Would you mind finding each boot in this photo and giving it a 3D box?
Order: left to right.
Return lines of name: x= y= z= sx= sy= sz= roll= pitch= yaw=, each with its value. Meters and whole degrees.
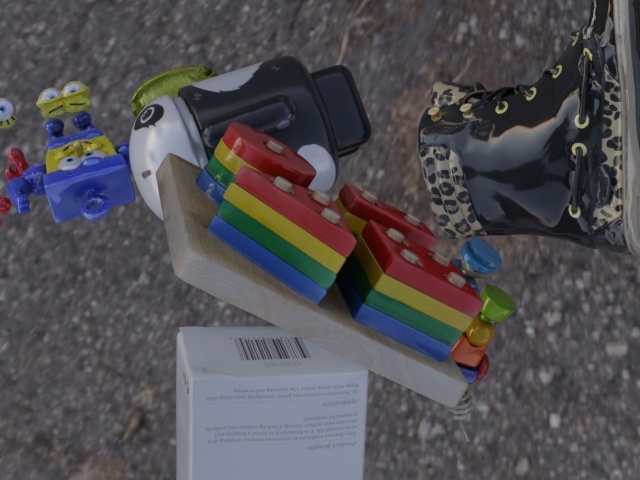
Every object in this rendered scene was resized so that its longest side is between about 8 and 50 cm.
boot: x=0.248 y=-0.166 z=1.408 sx=0.284 sy=0.138 sz=0.377 roll=0 pitch=102 yaw=38

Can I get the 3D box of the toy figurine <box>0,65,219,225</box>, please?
toy figurine: x=-0.275 y=-0.080 z=1.667 sx=0.362 sy=0.217 sz=0.191 roll=-15 pitch=126 yaw=-11

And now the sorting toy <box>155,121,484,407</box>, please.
sorting toy: x=0.000 y=0.000 z=1.084 sx=0.255 sy=0.257 sz=0.089 roll=27 pitch=104 yaw=-19

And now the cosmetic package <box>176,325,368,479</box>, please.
cosmetic package: x=-0.066 y=0.307 z=1.561 sx=0.217 sy=0.156 sz=0.385 roll=0 pitch=109 yaw=-13

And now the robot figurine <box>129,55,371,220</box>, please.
robot figurine: x=-0.086 y=-0.118 z=1.508 sx=0.278 sy=0.174 sz=0.209 roll=-19 pitch=138 yaw=-11

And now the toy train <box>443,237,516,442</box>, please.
toy train: x=0.198 y=0.120 z=1.641 sx=0.105 sy=0.248 sz=0.143 roll=19 pitch=124 yaw=-30
